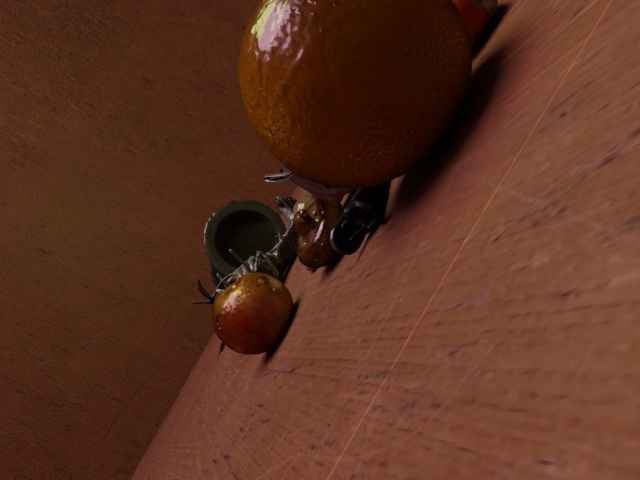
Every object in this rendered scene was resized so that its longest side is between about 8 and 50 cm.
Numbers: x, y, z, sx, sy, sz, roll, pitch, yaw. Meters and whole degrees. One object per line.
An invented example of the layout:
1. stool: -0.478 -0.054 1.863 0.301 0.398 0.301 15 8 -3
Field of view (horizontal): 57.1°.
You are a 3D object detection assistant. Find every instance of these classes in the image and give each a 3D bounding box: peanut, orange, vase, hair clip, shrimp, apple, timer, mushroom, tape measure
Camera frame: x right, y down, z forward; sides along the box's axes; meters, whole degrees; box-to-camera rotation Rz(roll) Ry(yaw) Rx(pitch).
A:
1. peanut: -0.018 -0.078 1.332 0.082 0.082 0.187 -56 8 25
2. orange: 0.041 -0.197 0.697 0.274 0.274 0.274 -58 8 12
3. vase: -0.234 0.041 1.747 0.245 0.245 0.291 -63 4 -23
4. hair clip: 0.078 -0.077 0.864 0.083 0.048 0.275 -56 3 32
5. shrimp: -0.154 0.069 1.405 0.410 0.166 0.221 -49 1 -24
6. apple: -0.121 0.124 1.020 0.146 0.146 0.146 -58 8 12
7. timer: 0.184 -0.303 0.828 0.136 0.099 0.136 25 -90 -85
8. mushroom: 0.001 -0.013 0.934 0.109 0.085 0.126 85 -174 -48
9. tape measure: 0.001 -0.148 1.081 0.105 0.178 0.196 -65 9 -29

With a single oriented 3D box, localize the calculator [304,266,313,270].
1. calculator: 0.000 0.000 1.103 0.103 0.024 0.166 -57 9 20
